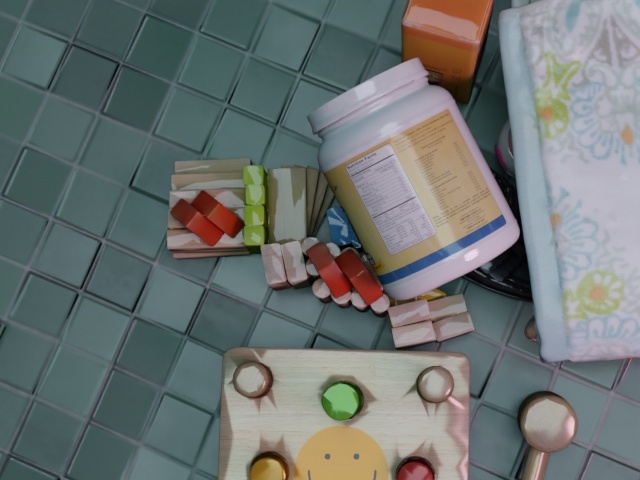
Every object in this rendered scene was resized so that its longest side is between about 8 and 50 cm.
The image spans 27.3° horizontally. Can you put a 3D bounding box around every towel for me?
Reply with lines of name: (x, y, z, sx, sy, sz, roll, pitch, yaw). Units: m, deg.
towel: (0.345, -0.081, 1.249, 0.320, 0.090, 0.374, -6, 86, 11)

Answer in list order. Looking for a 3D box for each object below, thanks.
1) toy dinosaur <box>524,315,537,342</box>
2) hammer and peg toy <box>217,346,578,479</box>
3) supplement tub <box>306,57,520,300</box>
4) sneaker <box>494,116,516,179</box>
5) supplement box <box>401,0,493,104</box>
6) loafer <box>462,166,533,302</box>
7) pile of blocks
toy dinosaur: (0.343, 0.057, 1.347, 0.268, 0.064, 0.118, -29, 85, -14)
hammer and peg toy: (0.076, 0.242, 1.318, 0.361, 0.127, 0.266, 2, 83, 4)
supplement tub: (0.086, -0.059, 1.261, 0.144, 0.144, 0.199, -28, 91, 0)
sneaker: (0.300, -0.136, 1.359, 0.252, 0.111, 0.103, -23, 82, 1)
supplement box: (0.126, -0.205, 1.317, 0.078, 0.233, 0.080, 17, 81, 5)
loafer: (0.137, -0.043, 1.365, 0.302, 0.095, 0.109, 39, 85, 7)
pile of blocks: (0.000, 0.000, 1.360, 0.362, 0.112, 0.149, 23, 85, 5)
